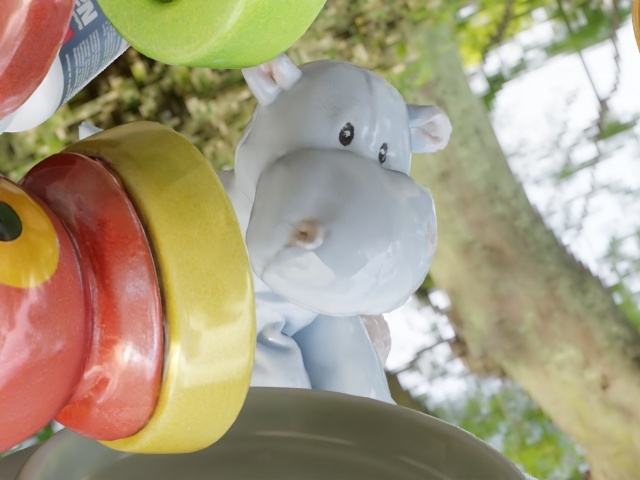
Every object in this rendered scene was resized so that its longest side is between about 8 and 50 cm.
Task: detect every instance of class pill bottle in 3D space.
[{"bbox_3d":[-0.208,-0.138,1.108,0.108,0.108,0.180,-16,-156,37],"label":"pill bottle"}]

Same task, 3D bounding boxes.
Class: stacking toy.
[{"bbox_3d":[-0.132,-0.094,0.549,0.130,0.309,0.279,-11,137,-36],"label":"stacking toy"}]

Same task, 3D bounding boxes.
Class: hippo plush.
[{"bbox_3d":[0.000,0.000,1.060,0.236,0.234,0.294,-44,-141,35],"label":"hippo plush"}]

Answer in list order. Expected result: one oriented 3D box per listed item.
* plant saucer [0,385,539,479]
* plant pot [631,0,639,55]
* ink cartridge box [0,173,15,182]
[{"bbox_3d":[-0.019,0.144,0.650,0.400,0.100,0.400,3,-162,-1],"label":"plant saucer"},{"bbox_3d":[0.396,-0.172,1.461,0.205,0.205,0.188,-23,155,8],"label":"plant pot"},{"bbox_3d":[-0.364,0.039,1.124,0.296,0.261,0.066,-60,-178,-1],"label":"ink cartridge box"}]
